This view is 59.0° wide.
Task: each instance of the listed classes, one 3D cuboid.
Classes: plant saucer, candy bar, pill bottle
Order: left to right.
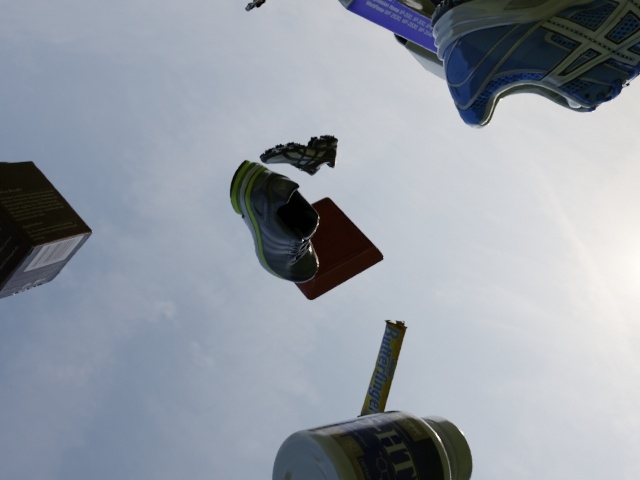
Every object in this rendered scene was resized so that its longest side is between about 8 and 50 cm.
[{"bbox_3d":[0.000,0.000,1.489,0.258,0.048,0.259,-27,-119,-28],"label":"plant saucer"},{"bbox_3d":[0.058,0.224,0.543,0.186,0.112,0.112,3,-130,-41],"label":"pill bottle"},{"bbox_3d":[0.091,0.193,0.827,0.018,0.040,0.162,32,-108,-53],"label":"candy bar"}]

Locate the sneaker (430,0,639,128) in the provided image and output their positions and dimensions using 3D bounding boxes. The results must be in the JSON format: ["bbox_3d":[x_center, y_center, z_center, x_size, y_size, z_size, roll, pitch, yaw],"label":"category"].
[{"bbox_3d":[0.175,-0.120,0.334,0.080,0.211,0.081,-14,-83,-63],"label":"sneaker"}]

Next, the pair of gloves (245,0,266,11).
[{"bbox_3d":[-0.090,-0.412,0.952,0.010,0.083,0.074,52,171,-29],"label":"pair of gloves"}]

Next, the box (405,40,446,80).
[{"bbox_3d":[0.256,-0.366,0.890,0.126,0.233,0.148,33,-167,20],"label":"box"}]

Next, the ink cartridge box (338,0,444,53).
[{"bbox_3d":[0.094,-0.244,0.594,0.206,0.045,0.208,8,-140,-38],"label":"ink cartridge box"}]

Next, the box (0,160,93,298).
[{"bbox_3d":[-0.603,-0.024,1.108,0.203,0.167,0.168,48,-160,4],"label":"box"}]

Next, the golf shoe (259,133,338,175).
[{"bbox_3d":[-0.046,-0.194,1.363,0.198,0.094,0.077,-13,-157,-15],"label":"golf shoe"}]

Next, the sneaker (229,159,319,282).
[{"bbox_3d":[-0.057,-0.012,1.020,0.121,0.300,0.111,20,-116,32],"label":"sneaker"}]

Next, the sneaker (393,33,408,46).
[{"bbox_3d":[0.297,-0.518,1.495,0.232,0.082,0.090,24,-165,16],"label":"sneaker"}]
